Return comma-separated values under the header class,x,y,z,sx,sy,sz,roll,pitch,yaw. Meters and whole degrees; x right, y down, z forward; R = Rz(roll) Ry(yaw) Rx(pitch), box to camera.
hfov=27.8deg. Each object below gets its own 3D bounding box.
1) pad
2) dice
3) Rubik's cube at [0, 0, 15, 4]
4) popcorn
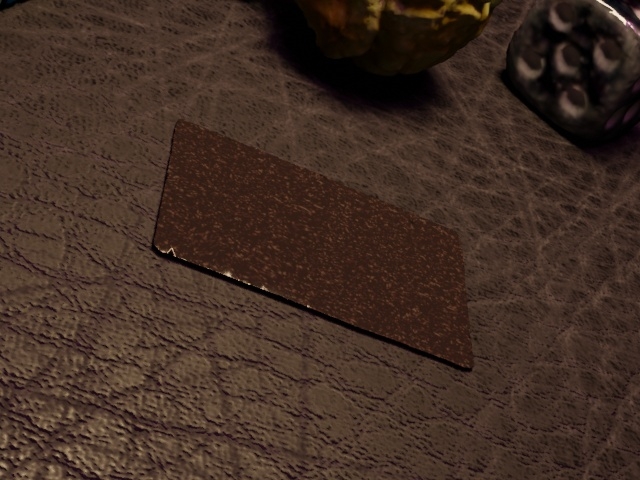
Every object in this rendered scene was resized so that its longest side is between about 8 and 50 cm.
class,x,y,z,sx,sy,sz,roll,pitch,yaw
pad,0.000,0.000,1.267,0.330,0.004,0.220,22,35,-14
dice,0.370,-0.253,1.717,0.183,0.181,0.182,45,38,18
Rubik's cube,-0.345,-0.354,1.284,0.187,0.184,0.182,37,34,9
popcorn,0.098,-0.337,1.530,0.247,0.282,0.282,16,36,-39
